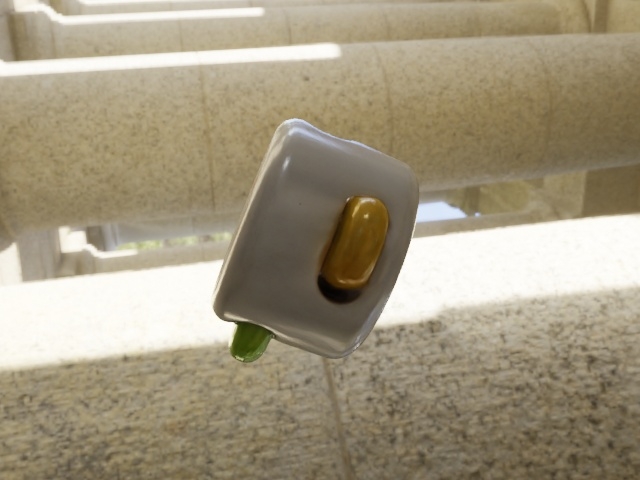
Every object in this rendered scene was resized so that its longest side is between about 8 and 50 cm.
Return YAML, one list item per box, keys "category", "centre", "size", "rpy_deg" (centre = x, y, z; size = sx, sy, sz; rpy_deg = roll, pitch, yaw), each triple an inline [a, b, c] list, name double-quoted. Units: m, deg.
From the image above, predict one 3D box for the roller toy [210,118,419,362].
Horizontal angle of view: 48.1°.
- category: "roller toy"
  centre: [0.000, 0.000, 0.637]
  size: [0.191, 0.146, 0.209]
  rpy_deg: [-77, -169, -46]
